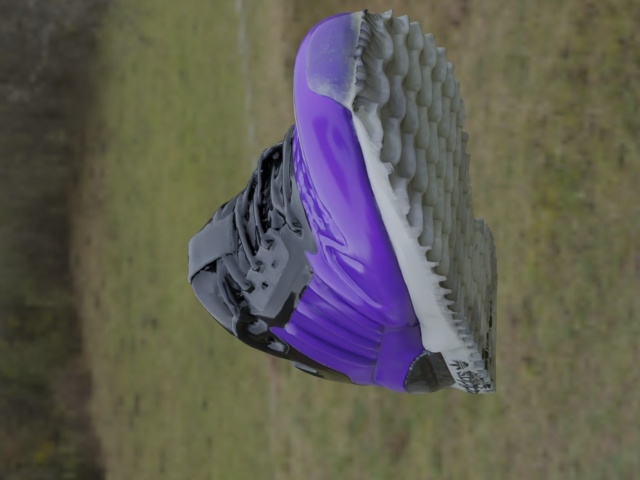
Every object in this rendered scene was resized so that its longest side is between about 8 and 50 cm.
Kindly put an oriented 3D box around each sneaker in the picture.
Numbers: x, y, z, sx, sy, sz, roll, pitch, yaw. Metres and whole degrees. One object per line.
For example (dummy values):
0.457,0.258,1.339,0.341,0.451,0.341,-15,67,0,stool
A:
0.000,0.001,0.801,0.293,0.146,0.102,67,-154,-58,sneaker
